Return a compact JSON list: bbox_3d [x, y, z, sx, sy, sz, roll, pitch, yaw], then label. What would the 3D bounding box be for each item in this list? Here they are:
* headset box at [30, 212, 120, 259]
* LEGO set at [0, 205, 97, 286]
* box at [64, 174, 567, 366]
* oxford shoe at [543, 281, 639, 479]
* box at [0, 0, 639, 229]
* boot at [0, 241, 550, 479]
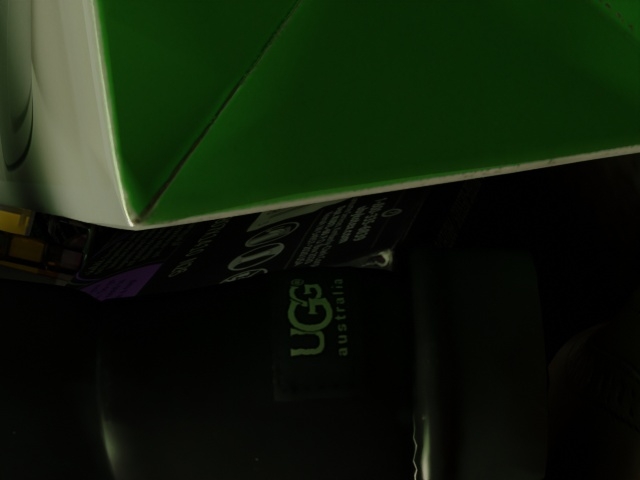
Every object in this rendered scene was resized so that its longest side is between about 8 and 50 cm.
[{"bbox_3d":[-0.154,-0.072,1.017,0.246,0.131,0.283,63,165,8],"label":"headset box"},{"bbox_3d":[-0.179,-0.087,0.735,0.255,0.192,0.331,-142,67,-70],"label":"LEGO set"},{"bbox_3d":[0.023,0.119,0.617,0.165,0.143,0.270,-56,-54,-67],"label":"box"},{"bbox_3d":[0.124,0.021,0.369,0.363,0.130,0.133,170,107,-79],"label":"oxford shoe"},{"bbox_3d":[-0.026,-0.143,0.423,0.231,0.126,0.262,-170,72,-70],"label":"box"},{"bbox_3d":[-0.062,0.091,0.439,0.094,0.207,0.246,-88,-1,-45],"label":"boot"}]
